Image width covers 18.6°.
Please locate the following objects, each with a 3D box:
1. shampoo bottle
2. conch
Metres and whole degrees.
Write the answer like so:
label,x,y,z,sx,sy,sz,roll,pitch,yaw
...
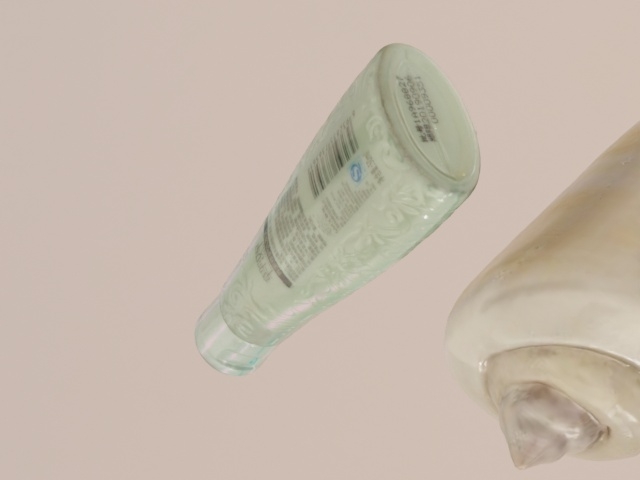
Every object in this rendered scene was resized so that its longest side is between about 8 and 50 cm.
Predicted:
label,x,y,z,sx,sy,sz,roll,pitch,yaw
shampoo bottle,0.000,0.000,0.794,0.190,0.041,0.069,-49,-121,49
conch,0.164,0.019,0.917,0.127,0.158,0.255,40,-113,16
